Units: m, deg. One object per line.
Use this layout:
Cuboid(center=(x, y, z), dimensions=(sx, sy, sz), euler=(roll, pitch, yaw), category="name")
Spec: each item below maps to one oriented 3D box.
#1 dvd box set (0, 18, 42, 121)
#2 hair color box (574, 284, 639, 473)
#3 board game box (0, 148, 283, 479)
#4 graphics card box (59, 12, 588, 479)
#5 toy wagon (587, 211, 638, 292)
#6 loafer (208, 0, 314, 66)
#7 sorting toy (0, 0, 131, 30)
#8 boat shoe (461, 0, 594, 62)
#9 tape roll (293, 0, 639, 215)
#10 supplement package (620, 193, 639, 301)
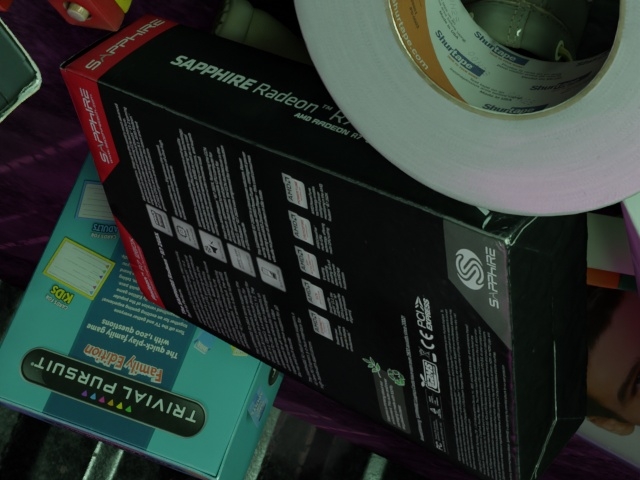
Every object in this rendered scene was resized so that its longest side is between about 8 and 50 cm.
Cuboid(center=(-0.378, -0.234, 0.681), dimensions=(0.420, 0.062, 0.308), euler=(26, 157, 42), category="dvd box set")
Cuboid(center=(0.344, 0.129, 0.850), dimensions=(0.113, 0.185, 0.374), euler=(32, 176, -28), category="hair color box")
Cuboid(center=(-0.139, 0.037, 1.053), dimensions=(0.253, 0.336, 0.079), euler=(16, 164, 17), category="board game box")
Cuboid(center=(0.000, 0.000, 0.745), dimensions=(0.371, 0.094, 0.233), euler=(24, 141, 36), category="graphics card box")
Cuboid(center=(0.177, -0.004, 0.849), dimensions=(0.344, 0.068, 0.267), euler=(11, -179, 37), category="toy wagon")
Cuboid(center=(-0.074, -0.093, 0.919), dimensions=(0.092, 0.102, 0.268), euler=(22, 152, -6), category="loafer")
Cuboid(center=(-0.238, -0.242, 0.715), dimensions=(0.257, 0.089, 0.255), euler=(14, 163, 24), category="sorting toy")
Cuboid(center=(0.108, -0.105, 0.722), dimensions=(0.109, 0.091, 0.305), euler=(20, 164, 4), category="boat shoe")
Cuboid(center=(0.096, -0.123, 0.512), dimensions=(0.219, 0.072, 0.219), euler=(17, 126, 25), category="tape roll")
Cuboid(center=(0.321, 0.047, 0.555), dimensions=(0.262, 0.199, 0.198), euler=(-22, 152, 10), category="supplement package")
